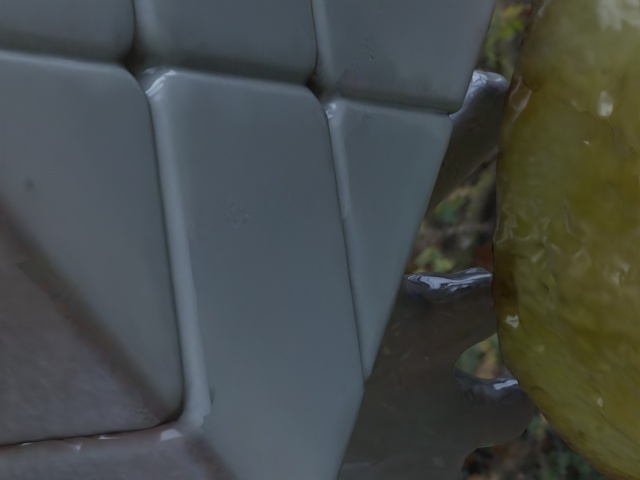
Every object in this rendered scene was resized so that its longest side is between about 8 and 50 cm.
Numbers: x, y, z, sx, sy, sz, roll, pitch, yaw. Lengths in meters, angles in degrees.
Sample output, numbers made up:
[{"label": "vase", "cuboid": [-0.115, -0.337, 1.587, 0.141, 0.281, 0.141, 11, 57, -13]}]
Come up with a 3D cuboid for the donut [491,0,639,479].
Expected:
[{"label": "donut", "cuboid": [0.260, -0.023, 0.707, 0.377, 0.163, 0.435, -8, -60, -33]}]

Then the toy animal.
[{"label": "toy animal", "cuboid": [0.000, 0.000, 0.926, 0.188, 0.308, 0.266, 25, 87, 48]}]

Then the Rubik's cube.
[{"label": "Rubik's cube", "cuboid": [-0.159, -0.081, 0.602, 0.316, 0.319, 0.322, -11, 41, 30]}]
